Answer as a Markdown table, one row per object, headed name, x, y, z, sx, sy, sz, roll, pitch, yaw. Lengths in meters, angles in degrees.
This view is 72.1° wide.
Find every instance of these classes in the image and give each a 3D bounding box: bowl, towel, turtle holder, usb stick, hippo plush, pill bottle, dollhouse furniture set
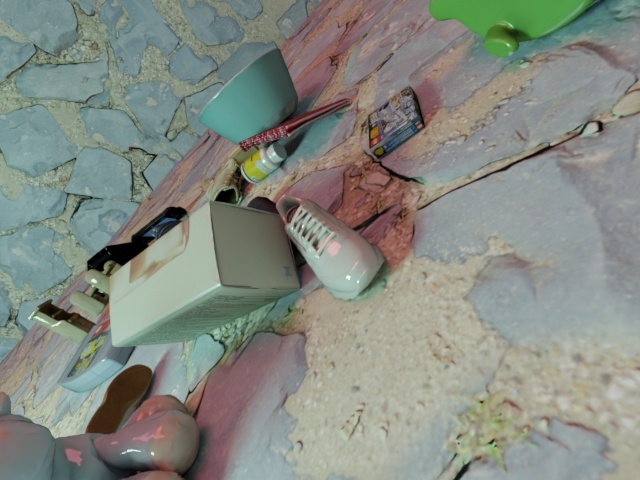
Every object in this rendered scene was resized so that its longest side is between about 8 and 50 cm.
| name | x | y | z | sx | sy | sz | roll | pitch | yaw |
| --- | --- | --- | --- | --- | --- | --- | --- | --- | --- |
| bowl | -0.185 | -0.390 | 1.283 | 0.311 | 0.163 | 0.311 | -39 | 13 | 11 |
| towel | -0.071 | -0.284 | 1.094 | 0.199 | 0.031 | 0.275 | -33 | 19 | -27 |
| turtle holder | 0.287 | -0.392 | 0.591 | 0.227 | 0.243 | 0.320 | -40 | -17 | -16 |
| usb stick | -0.093 | -0.032 | 0.834 | 0.077 | 0.045 | 0.278 | -49 | 27 | -4 |
| hippo plush | -0.313 | 0.267 | 0.542 | 0.294 | 0.236 | 0.234 | -9 | 46 | 52 |
| pill bottle | -0.141 | -0.198 | 1.109 | 0.116 | 0.065 | 0.065 | -28 | 33 | 33 |
| dollhouse furniture set | -0.720 | 0.162 | 1.332 | 0.242 | 0.161 | 0.212 | -57 | 13 | -2 |

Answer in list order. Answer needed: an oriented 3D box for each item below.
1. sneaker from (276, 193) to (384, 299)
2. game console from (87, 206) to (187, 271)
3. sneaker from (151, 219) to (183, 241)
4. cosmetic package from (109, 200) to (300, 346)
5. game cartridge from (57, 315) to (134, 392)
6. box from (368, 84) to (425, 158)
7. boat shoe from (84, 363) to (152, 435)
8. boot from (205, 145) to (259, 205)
| name | x | y | z | sx | sy | sz | roll | pitch | yaw |
| --- | --- | --- | --- | --- | --- | --- | --- | --- | --- |
| sneaker | 0.000 | 0.000 | 0.596 | 0.090 | 0.095 | 0.235 | -47 | 28 | -2 |
| game console | -0.619 | -0.005 | 1.503 | 0.361 | 0.044 | 0.213 | -35 | -1 | 12 |
| sneaker | -0.431 | 0.029 | 1.196 | 0.163 | 0.086 | 0.226 | 3 | 45 | 45 |
| cosmetic package | -0.195 | 0.066 | 0.696 | 0.296 | 0.153 | 0.129 | -27 | 66 | 33 |
| game cartridge | -0.544 | 0.273 | 1.095 | 0.294 | 0.060 | 0.196 | -28 | 37 | 35 |
| box | 0.127 | -0.206 | 0.757 | 0.094 | 0.027 | 0.137 | -31 | 30 | 27 |
| boat shoe | -0.353 | 0.292 | 0.767 | 0.170 | 0.063 | 0.059 | -68 | 2 | -58 |
| boot | -0.233 | -0.166 | 1.192 | 0.213 | 0.077 | 0.165 | -50 | 25 | 8 |
